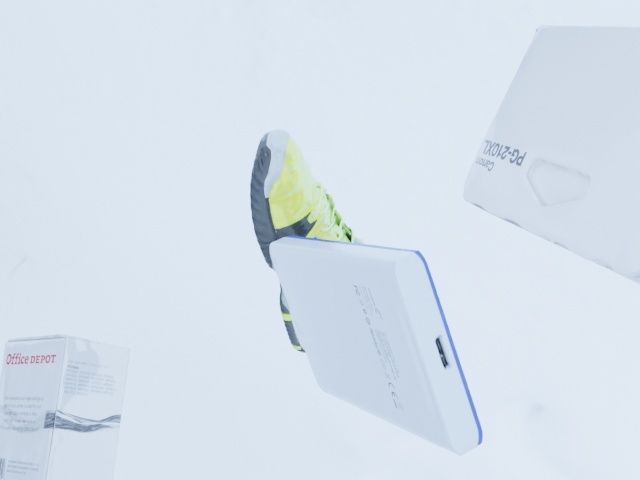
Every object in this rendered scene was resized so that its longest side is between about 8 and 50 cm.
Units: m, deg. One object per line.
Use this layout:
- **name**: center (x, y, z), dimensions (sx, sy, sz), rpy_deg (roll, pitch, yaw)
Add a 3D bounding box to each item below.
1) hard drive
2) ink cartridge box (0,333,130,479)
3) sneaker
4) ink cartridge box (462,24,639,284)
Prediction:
- **hard drive**: center (0.049, 0.103, 1.017), dimensions (0.318, 0.040, 0.210), rpy_deg (7, 119, 65)
- **ink cartridge box**: center (-0.193, 0.140, 0.653), dimensions (0.056, 0.135, 0.099), rpy_deg (17, 162, -41)
- **sneaker**: center (0.000, 0.000, 1.307), dimensions (0.147, 0.145, 0.385), rpy_deg (-5, 130, 15)
- **ink cartridge box**: center (0.212, -0.009, 0.415), dimensions (0.237, 0.172, 0.100), rpy_deg (20, 98, -19)
